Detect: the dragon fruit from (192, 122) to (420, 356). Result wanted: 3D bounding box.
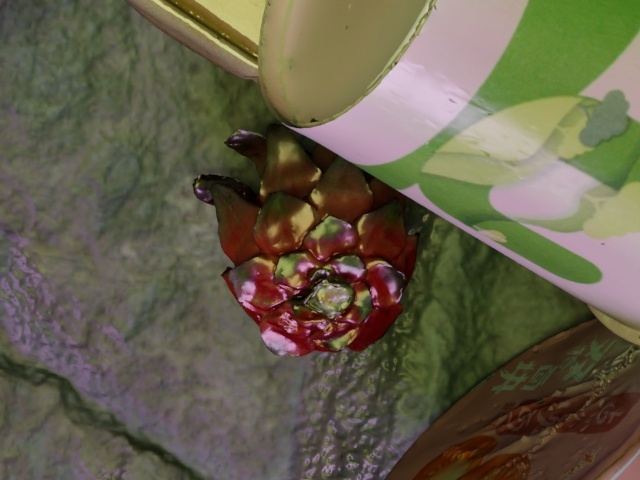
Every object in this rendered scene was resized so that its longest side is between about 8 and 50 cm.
[{"bbox_3d":[-0.004,0.002,1.142,0.130,0.121,0.142,13,75,-33],"label":"dragon fruit"}]

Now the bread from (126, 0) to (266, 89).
[{"bbox_3d":[-0.024,-0.194,1.111,0.210,0.110,0.192,29,94,-2],"label":"bread"}]

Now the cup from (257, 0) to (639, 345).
[{"bbox_3d":[0.128,-0.100,0.987,0.274,0.253,0.253,24,102,-28],"label":"cup"}]

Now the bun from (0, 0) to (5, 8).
[{"bbox_3d":[-0.307,-0.202,1.095,0.293,0.187,0.293,2,80,-9],"label":"bun"}]

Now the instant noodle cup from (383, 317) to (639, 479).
[{"bbox_3d":[0.181,0.201,1.113,0.243,0.243,0.231,-36,103,9],"label":"instant noodle cup"}]
